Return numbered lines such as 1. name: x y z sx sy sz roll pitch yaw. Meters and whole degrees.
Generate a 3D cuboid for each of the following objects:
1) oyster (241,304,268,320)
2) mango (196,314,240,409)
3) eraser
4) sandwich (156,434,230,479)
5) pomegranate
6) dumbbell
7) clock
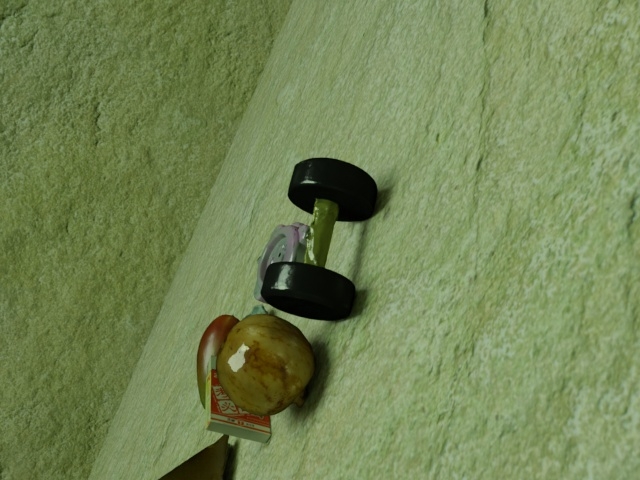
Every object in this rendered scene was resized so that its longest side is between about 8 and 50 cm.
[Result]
1. oyster: -0.167 0.256 1.999 0.252 0.087 0.199 -3 45 49
2. mango: -0.295 0.356 2.180 0.146 0.129 0.289 -31 50 56
3. eraser: -0.207 0.391 1.863 0.038 0.157 0.230 -62 21 27
4. sandwich: -0.308 0.613 1.926 0.235 0.128 0.122 -31 -16 -23
5. pomegranate: -0.119 0.282 1.675 0.248 0.248 0.248 -52 26 39
6. dumbbell: 0.000 0.000 1.661 0.203 0.203 0.323 -25 48 62
7. clock: -0.087 0.060 1.991 0.248 0.090 0.228 -11 61 65
